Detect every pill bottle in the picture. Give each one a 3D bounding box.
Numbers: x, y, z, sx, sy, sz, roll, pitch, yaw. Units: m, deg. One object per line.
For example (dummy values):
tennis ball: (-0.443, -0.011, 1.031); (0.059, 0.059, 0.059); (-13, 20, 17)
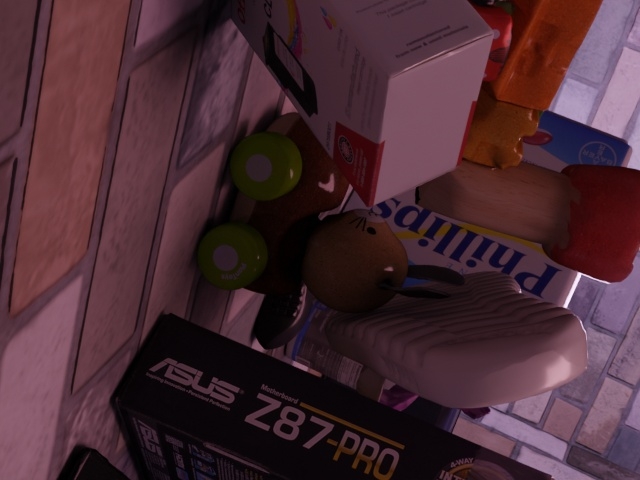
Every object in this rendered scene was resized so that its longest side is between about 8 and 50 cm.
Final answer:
pill bottle: (0.037, 0.124, 1.533); (0.078, 0.137, 0.078); (-62, 168, -23)

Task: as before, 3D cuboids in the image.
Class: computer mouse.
computer mouse: (0.000, 0.000, 1.358); (0.242, 0.041, 0.071); (-66, 168, -2)

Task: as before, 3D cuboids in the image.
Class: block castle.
block castle: (0.214, -0.217, 1.047); (0.453, 0.213, 0.303); (-87, -164, -51)

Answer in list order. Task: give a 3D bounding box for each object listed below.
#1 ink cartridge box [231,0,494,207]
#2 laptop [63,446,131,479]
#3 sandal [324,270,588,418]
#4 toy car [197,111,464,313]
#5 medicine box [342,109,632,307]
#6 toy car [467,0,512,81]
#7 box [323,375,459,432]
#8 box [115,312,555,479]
ink cartridge box: (0.017, -0.129, 0.817); (0.072, 0.175, 0.127); (-25, 152, -19)
laptop: (-0.160, 0.318, 1.025); (0.264, 0.137, 0.234); (-63, 169, -16)
sandal: (0.097, 0.097, 1.081); (0.416, 0.169, 0.102); (-134, -148, -85)
toy car: (0.024, -0.004, 1.080); (0.149, 0.188, 0.155); (-69, 169, 14)
medicine box: (0.175, -0.013, 1.566); (0.289, 0.264, 0.149); (-61, 167, -25)
toy car: (0.027, -0.184, 0.929); (0.053, 0.239, 0.225); (-13, 167, -25)
box: (0.103, 0.241, 1.974); (0.296, 0.183, 0.294); (-37, 148, -68)
box: (0.005, 0.231, 1.150); (0.097, 0.318, 0.395); (-61, 167, -25)
